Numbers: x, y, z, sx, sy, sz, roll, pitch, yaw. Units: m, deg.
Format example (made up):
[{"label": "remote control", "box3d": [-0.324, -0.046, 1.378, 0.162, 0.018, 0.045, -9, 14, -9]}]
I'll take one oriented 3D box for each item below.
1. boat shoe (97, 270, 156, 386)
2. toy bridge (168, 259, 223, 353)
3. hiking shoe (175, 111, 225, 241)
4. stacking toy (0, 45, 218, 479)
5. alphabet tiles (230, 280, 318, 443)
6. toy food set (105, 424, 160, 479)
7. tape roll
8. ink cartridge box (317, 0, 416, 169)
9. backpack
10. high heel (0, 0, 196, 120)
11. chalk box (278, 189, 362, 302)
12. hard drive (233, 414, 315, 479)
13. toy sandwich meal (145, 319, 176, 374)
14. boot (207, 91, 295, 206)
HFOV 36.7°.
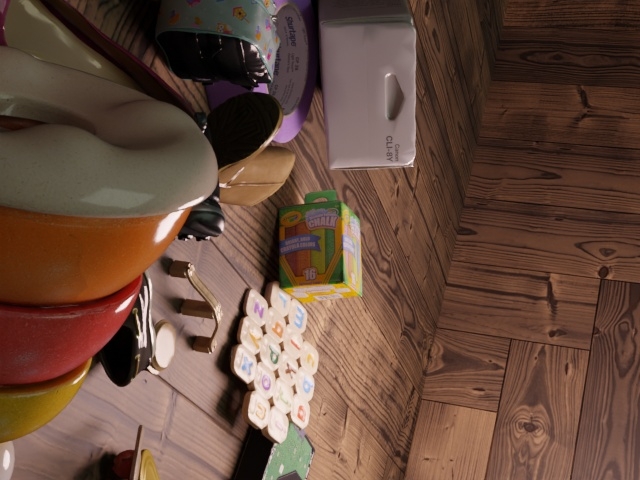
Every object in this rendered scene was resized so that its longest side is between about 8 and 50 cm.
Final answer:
[{"label": "boat shoe", "box3d": [-0.269, 0.096, 1.285, 0.069, 0.081, 0.228, -64, 155, -50]}, {"label": "toy bridge", "box3d": [-0.189, 0.108, 1.529, 0.026, 0.063, 0.188, -62, 151, -44]}, {"label": "hiking shoe", "box3d": [-0.206, -0.063, 1.125, 0.113, 0.304, 0.132, 6, 83, -42]}, {"label": "stacking toy", "box3d": [-0.314, 0.078, 0.931, 0.350, 0.350, 0.480, -31, 140, -65]}, {"label": "alphabet tiles", "box3d": [-0.085, 0.227, 1.820, 0.278, 0.021, 0.284, 48, 42, -46]}, {"label": "toy food set", "box3d": [-0.276, 0.373, 1.394, 0.128, 0.071, 0.218, -96, 180, -53]}, {"label": "tape roll", "box3d": [-0.094, -0.304, 1.616, 0.275, 0.090, 0.275, 6, 90, -70]}, {"label": "ink cartridge box", "box3d": [0.078, -0.335, 1.786, 0.385, 0.160, 0.279, -93, 179, -61]}, {"label": "backpack", "box3d": [-0.143, -0.299, 1.346, 0.188, 0.165, 0.145, 28, 70, -82]}, {"label": "high heel", "box3d": [-0.264, -0.216, 1.053, 0.377, 0.181, 0.127, 49, 51, -64]}, {"label": "chalk box", "box3d": [0.000, 0.000, 1.875, 0.132, 0.132, 0.213, 39, 46, -66]}, {"label": "hard drive", "box3d": [-0.110, 0.511, 1.870, 0.237, 0.064, 0.339, 67, 36, -54]}, {"label": "toy sandwich meal", "box3d": [-0.245, 0.160, 1.449, 0.085, 0.029, 0.086, 2, 90, -71]}, {"label": "boot", "box3d": [-0.107, -0.137, 1.504, 0.089, 0.236, 0.269, 61, 21, 10]}]
